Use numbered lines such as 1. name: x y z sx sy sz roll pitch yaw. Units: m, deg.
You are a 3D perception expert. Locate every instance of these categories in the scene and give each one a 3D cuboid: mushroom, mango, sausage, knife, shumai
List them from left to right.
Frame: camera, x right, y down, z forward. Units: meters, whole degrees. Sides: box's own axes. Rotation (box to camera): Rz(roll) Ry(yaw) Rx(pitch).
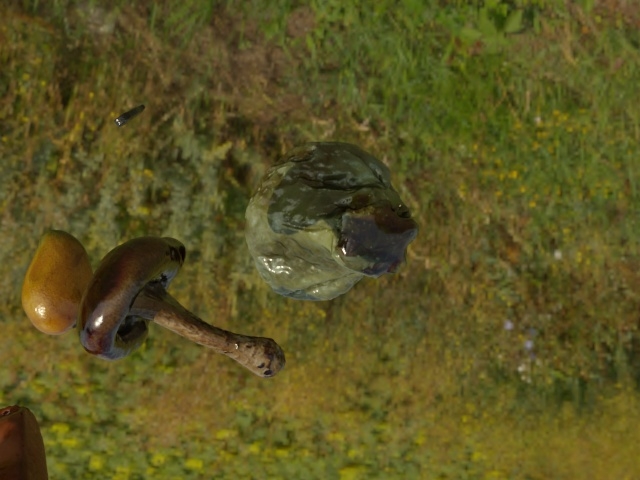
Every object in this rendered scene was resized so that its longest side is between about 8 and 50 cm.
1. sausage: -0.423 0.365 1.279 0.097 0.348 0.094 -27 129 -1
2. mango: -0.417 0.070 1.491 0.115 0.165 0.089 26 148 -27
3. knife: -0.360 -0.240 1.770 0.031 0.121 0.018 -38 98 20
4. mushroom: -0.138 0.089 0.999 0.217 0.148 0.227 27 -170 3
5. shumai: 0.000 0.000 1.342 0.225 0.222 0.261 33 116 -18
